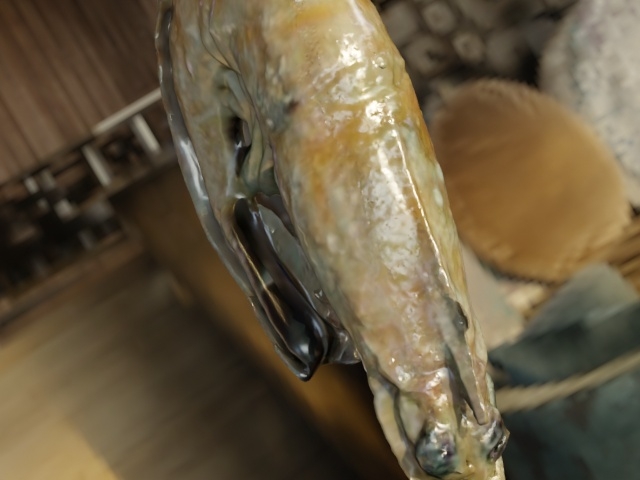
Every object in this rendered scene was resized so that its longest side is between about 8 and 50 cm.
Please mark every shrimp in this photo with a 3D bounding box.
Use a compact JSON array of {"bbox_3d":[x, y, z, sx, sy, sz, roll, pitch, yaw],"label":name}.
[{"bbox_3d":[0.000,0.000,0.606,0.047,0.223,0.126,-15,-11,-32],"label":"shrimp"}]
